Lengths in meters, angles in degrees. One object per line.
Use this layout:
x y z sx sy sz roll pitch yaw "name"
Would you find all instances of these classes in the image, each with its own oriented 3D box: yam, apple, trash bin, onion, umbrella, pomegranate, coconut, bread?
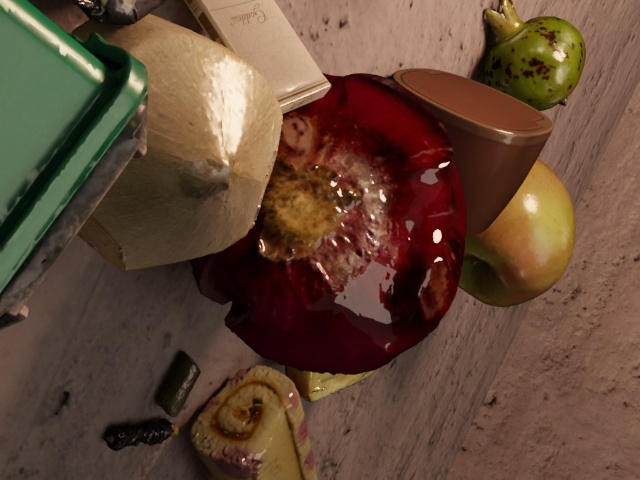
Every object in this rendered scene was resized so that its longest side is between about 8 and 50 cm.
-0.214 0.219 1.201 0.094 0.043 0.043 -60 150 -3 "yam"
0.019 0.177 1.465 0.265 0.120 0.193 -9 109 -58 "apple"
-0.340 -0.133 0.521 0.259 0.295 0.381 -56 139 -12 "trash bin"
0.000 0.000 1.100 0.398 0.398 0.420 -50 174 -22 "onion"
-0.263 0.291 1.184 0.144 0.040 0.037 13 94 -61 "umbrella"
0.421 -0.378 1.605 0.211 0.263 0.211 -37 -171 7 "pomegranate"
-0.161 -0.093 0.790 0.245 0.247 0.245 -17 124 -26 "coconut"
-0.112 0.391 1.387 0.187 0.155 0.338 -51 147 -35 "bread"
0.394 -0.033 1.698 0.277 0.319 0.319 -52 149 -29 "apple"

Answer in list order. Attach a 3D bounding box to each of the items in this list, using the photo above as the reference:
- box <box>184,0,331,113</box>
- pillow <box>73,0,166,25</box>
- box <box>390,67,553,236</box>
-0.080 -0.240 0.921 0.109 0.198 0.029 -31 178 -42 "box"
-0.140 -0.316 0.786 0.335 0.161 0.092 -39 180 -39 "pillow"
0.233 -0.155 1.388 0.301 0.301 0.216 -21 136 -50 "box"
